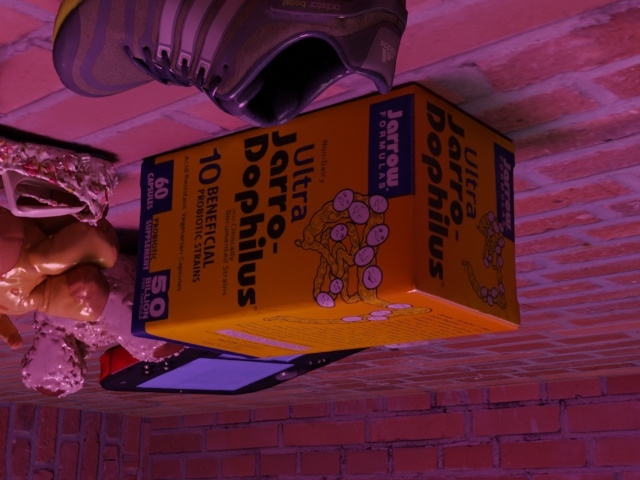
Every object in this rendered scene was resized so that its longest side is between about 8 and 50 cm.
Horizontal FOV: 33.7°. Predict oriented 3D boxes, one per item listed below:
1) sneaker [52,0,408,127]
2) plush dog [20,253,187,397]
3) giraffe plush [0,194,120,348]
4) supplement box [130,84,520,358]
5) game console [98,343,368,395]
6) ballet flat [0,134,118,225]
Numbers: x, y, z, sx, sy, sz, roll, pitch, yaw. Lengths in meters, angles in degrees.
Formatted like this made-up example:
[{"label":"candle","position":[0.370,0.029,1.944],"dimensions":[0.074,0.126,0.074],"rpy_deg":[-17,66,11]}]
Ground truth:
[{"label":"sneaker","position":[-0.072,-0.135,0.720],"dimensions":[0.300,0.121,0.111],"rpy_deg":[-10,161,34]},{"label":"plush dog","position":[-0.286,0.081,1.469],"dimensions":[0.262,0.211,0.225],"rpy_deg":[-22,177,15]},{"label":"giraffe plush","position":[-0.348,0.007,1.147],"dimensions":[0.210,0.181,0.170],"rpy_deg":[-28,150,17]},{"label":"supplement box","position":[0.000,0.000,1.074],"dimensions":[0.356,0.194,0.195],"rpy_deg":[-11,161,36]},{"label":"game console","position":[-0.114,0.175,1.647],"dimensions":[0.342,0.060,0.386],"rpy_deg":[-21,161,33]},{"label":"ballet flat","position":[-0.321,-0.067,1.070],"dimensions":[0.241,0.077,0.091],"rpy_deg":[10,161,-27]}]
